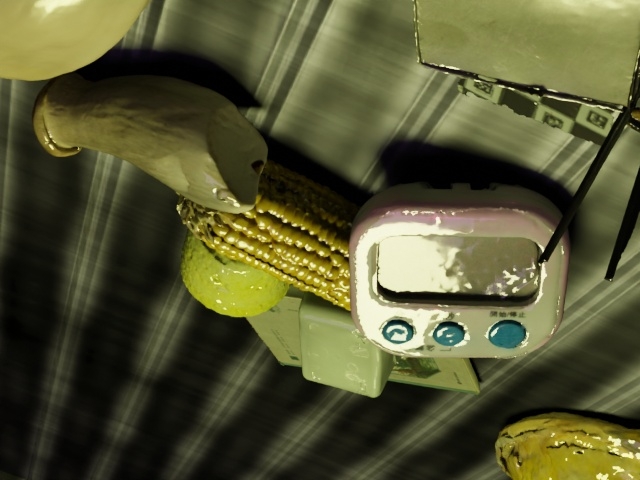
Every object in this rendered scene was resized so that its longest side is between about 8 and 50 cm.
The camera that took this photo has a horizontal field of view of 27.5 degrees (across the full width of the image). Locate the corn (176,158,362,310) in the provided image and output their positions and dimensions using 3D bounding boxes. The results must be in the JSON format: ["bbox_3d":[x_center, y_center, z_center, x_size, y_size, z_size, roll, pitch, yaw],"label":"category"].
[{"bbox_3d":[-0.001,0.000,1.343,0.318,0.115,0.115,27,153,-21],"label":"corn"}]

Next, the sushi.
[{"bbox_3d":[0.172,-0.157,0.997,0.139,0.031,0.201,25,156,17],"label":"sushi"}]

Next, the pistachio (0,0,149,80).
[{"bbox_3d":[-0.202,-0.239,0.928,0.332,0.208,0.226,-29,83,49],"label":"pistachio"}]

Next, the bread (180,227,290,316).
[{"bbox_3d":[-0.093,0.017,1.447,0.129,0.111,0.114,14,146,2],"label":"bread"}]

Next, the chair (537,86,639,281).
[{"bbox_3d":[0.301,-0.057,0.952,0.159,0.246,0.172,25,178,-9],"label":"chair"}]

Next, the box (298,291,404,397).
[{"bbox_3d":[0.034,0.100,1.488,0.124,0.092,0.172,13,140,14],"label":"box"}]

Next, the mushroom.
[{"bbox_3d":[-0.158,-0.107,1.251,0.247,0.096,0.108,18,129,22],"label":"mushroom"}]

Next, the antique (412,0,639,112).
[{"bbox_3d":[0.149,-0.187,0.820,0.152,0.148,0.146,14,153,13],"label":"antique"}]

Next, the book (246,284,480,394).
[{"bbox_3d":[0.046,0.121,1.634,0.283,0.025,0.215,6,149,25],"label":"book"}]

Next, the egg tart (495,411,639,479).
[{"bbox_3d":[0.389,0.351,1.729,0.345,0.132,0.345,14,153,7],"label":"egg tart"}]

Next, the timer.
[{"bbox_3d":[0.133,0.029,1.261,0.209,0.069,0.190,2,127,5],"label":"timer"}]
